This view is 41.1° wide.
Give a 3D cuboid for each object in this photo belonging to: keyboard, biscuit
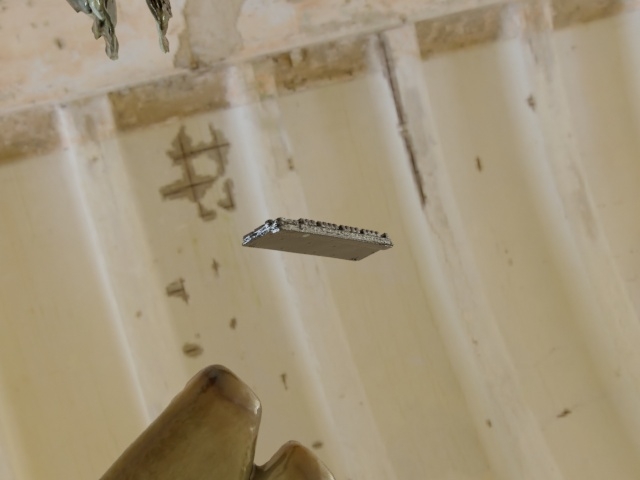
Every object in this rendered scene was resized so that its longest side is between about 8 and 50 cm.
[{"bbox_3d":[0.000,-0.001,1.105,0.072,0.023,0.231,-27,158,36],"label":"keyboard"},{"bbox_3d":[-0.139,0.315,0.988,0.291,0.237,0.062,-44,-174,-22],"label":"biscuit"}]

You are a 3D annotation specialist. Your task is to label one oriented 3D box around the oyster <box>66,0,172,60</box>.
[{"bbox_3d":[-0.179,-0.308,0.714,0.158,0.351,0.162,-26,-123,-13],"label":"oyster"}]
